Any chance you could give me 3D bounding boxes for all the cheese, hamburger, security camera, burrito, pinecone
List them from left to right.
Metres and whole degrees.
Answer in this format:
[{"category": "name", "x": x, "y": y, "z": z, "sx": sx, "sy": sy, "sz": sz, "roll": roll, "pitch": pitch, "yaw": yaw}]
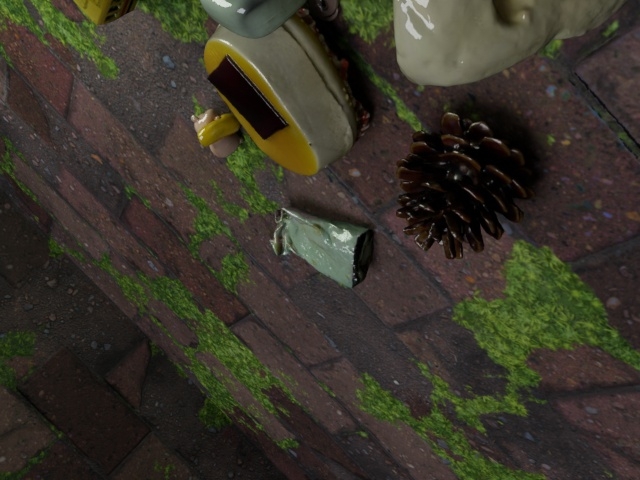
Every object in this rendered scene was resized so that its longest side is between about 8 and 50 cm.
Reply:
[{"category": "security camera", "x": -0.137, "y": -0.393, "z": 0.894, "sx": 0.301, "sy": 0.157, "sz": 0.080, "roll": 40, "pitch": 173, "yaw": 33}, {"category": "hamburger", "x": -0.054, "y": -0.246, "z": 1.001, "sx": 0.227, "sy": 0.151, "sz": 0.295, "roll": 9, "pitch": 144, "yaw": 53}, {"category": "burrito", "x": 0.000, "y": 0.000, "z": 1.282, "sx": 0.229, "sy": 0.089, "sz": 0.143, "roll": 25, "pitch": 129, "yaw": 27}, {"category": "pinecone", "x": 0.195, "y": -0.070, "z": 0.887, "sx": 0.208, "sy": 0.208, "sz": 0.207, "roll": 29, "pitch": 145, "yaw": 23}, {"category": "cheese", "x": 0.179, "y": -0.268, "z": 0.634, "sx": 0.252, "sy": 0.247, "sz": 0.173, "roll": 14, "pitch": 139, "yaw": 29}]

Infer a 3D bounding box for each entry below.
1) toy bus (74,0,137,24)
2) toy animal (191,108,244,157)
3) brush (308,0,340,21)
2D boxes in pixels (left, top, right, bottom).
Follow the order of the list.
[{"category": "toy bus", "x": -0.334, "y": -0.501, "z": 1.032, "sx": 0.121, "sy": 0.123, "sz": 0.336, "roll": 50, "pitch": 148, "yaw": -9}, {"category": "toy animal", "x": -0.209, "y": -0.229, "z": 1.267, "sx": 0.082, "sy": 0.091, "sz": 0.114, "roll": 45, "pitch": -177, "yaw": 30}, {"category": "brush", "x": -0.012, "y": -0.428, "z": 0.820, "sx": 0.072, "sy": 0.067, "sz": 0.312, "roll": 27, "pitch": 147, "yaw": 23}]
